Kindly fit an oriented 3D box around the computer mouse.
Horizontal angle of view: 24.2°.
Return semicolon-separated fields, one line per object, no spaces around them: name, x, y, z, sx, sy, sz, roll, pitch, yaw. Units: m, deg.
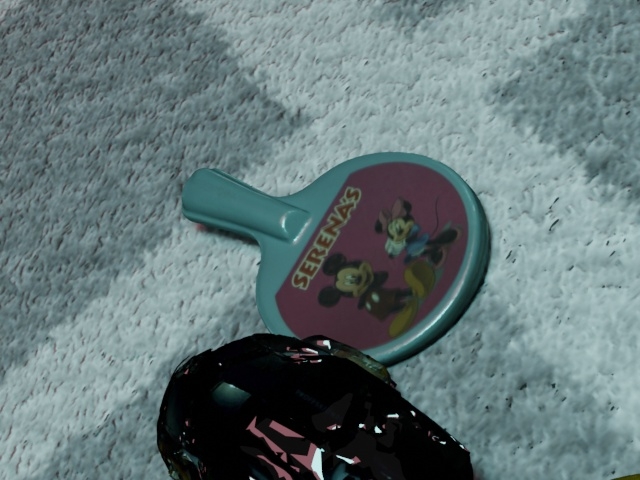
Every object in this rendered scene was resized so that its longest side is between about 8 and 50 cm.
computer mouse;-0.017;0.117;0.827;0.242;0.077;0.146;26;79;42

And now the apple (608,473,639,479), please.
apple;0.147;0.179;0.608;0.182;0.155;0.182;-19;43;19

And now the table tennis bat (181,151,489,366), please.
table tennis bat;0.000;0.000;0.958;0.244;0.040;0.153;22;72;40
